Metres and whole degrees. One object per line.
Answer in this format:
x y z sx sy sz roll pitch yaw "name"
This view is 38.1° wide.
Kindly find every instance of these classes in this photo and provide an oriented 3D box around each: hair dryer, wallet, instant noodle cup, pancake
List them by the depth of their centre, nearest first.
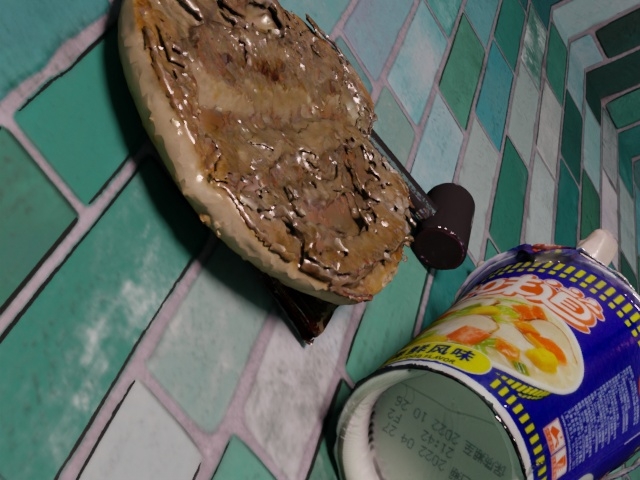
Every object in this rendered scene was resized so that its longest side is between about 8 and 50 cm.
-0.034 -0.106 0.904 0.382 0.071 0.382 35 39 -35 "pancake"
0.177 0.169 0.930 0.312 0.284 0.284 -18 86 -53 "instant noodle cup"
0.000 0.000 0.961 0.122 0.031 0.232 56 30 -15 "wallet"
0.102 -0.080 1.171 0.248 0.070 0.114 46 36 -18 "hair dryer"

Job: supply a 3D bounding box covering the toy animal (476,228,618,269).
0.304 0.172 1.256 0.266 0.188 0.308 -58 134 -31 "toy animal"
